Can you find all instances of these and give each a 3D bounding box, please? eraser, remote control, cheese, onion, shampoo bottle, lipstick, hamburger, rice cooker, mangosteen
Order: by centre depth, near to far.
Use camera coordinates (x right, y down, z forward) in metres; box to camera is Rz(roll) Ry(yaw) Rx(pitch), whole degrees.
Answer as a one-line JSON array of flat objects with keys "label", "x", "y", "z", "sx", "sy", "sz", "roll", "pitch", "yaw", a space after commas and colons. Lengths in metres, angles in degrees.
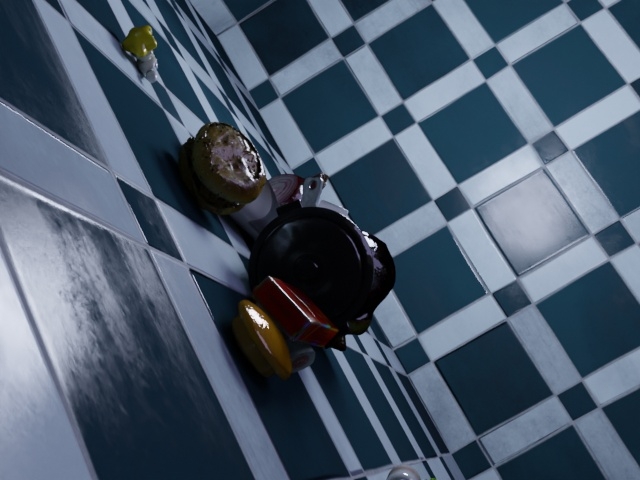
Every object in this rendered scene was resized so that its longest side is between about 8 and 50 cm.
[{"label": "lipstick", "x": -0.079, "y": 0.152, "z": 1.418, "sx": 0.186, "sy": 0.063, "sz": 0.057, "roll": 56, "pitch": -30, "yaw": 36}, {"label": "hamburger", "x": -0.185, "y": -0.147, "z": 1.513, "sx": 0.177, "sy": 0.113, "sz": 0.185, "roll": 38, "pitch": 48, "yaw": -8}, {"label": "rice cooker", "x": -0.012, "y": 0.059, "z": 1.544, "sx": 0.227, "sy": 0.241, "sz": 0.280, "roll": 19, "pitch": 51, "yaw": -83}, {"label": "shampoo bottle", "x": 0.165, "y": 0.507, "z": 1.591, "sx": 0.074, "sy": 0.074, "sz": 0.192, "roll": 60, "pitch": 5, "yaw": 9}, {"label": "remote control", "x": -0.176, "y": -0.118, "z": 1.738, "sx": 0.332, "sy": 0.103, "sz": 0.221, "roll": 52, "pitch": 18, "yaw": -60}, {"label": "cheese", "x": -0.051, "y": -0.013, "z": 1.739, "sx": 0.071, "sy": 0.163, "sz": 0.249, "roll": 19, "pitch": 59, "yaw": -52}, {"label": "mangosteen", "x": 0.044, "y": 0.108, "z": 1.850, "sx": 0.233, "sy": 0.287, "sz": 0.287, "roll": 41, "pitch": 17, "yaw": -42}, {"label": "onion", "x": -0.064, "y": -0.097, "z": 2.026, "sx": 0.140, "sy": 0.218, "sz": 0.195, "roll": 59, "pitch": 6, "yaw": -20}, {"label": "eraser", "x": 0.000, "y": 0.001, "z": 2.077, "sx": 0.076, "sy": 0.078, "sz": 0.298, "roll": 24, "pitch": -25, "yaw": 1}]

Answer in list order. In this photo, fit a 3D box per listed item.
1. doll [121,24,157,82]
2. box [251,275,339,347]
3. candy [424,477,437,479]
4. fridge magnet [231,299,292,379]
[{"label": "doll", "x": -0.379, "y": -0.392, "z": 1.680, "sx": 0.113, "sy": 0.071, "sz": 0.135, "roll": 97, "pitch": -27, "yaw": -68}, {"label": "box", "x": -0.040, "y": 0.124, "z": 1.343, "sx": 0.112, "sy": 0.048, "sz": 0.175, "roll": 46, "pitch": 4, "yaw": 18}, {"label": "candy", "x": 0.315, "y": 0.695, "z": 2.133, "sx": 0.102, "sy": 0.032, "sz": 0.178, "roll": 61, "pitch": 6, "yaw": 19}, {"label": "fridge magnet", "x": -0.092, "y": 0.158, "z": 1.228, "sx": 0.143, "sy": 0.063, "sz": 0.143, "roll": 59, "pitch": 4, "yaw": -6}]
